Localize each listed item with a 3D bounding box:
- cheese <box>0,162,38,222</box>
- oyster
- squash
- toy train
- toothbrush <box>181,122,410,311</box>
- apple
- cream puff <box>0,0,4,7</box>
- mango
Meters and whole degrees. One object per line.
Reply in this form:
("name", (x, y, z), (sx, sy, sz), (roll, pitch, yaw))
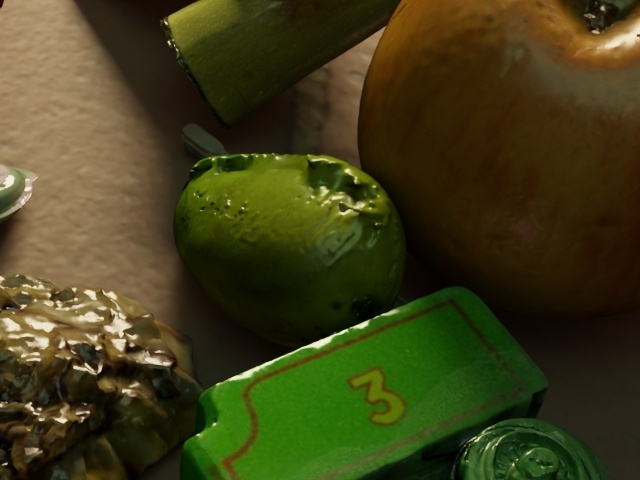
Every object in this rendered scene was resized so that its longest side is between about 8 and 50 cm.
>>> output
("cheese", (-0.238, -0.022, 0.894), (0.067, 0.026, 0.121), (24, 42, 30))
("oyster", (-0.187, 0.079, 0.806), (0.214, 0.083, 0.223), (42, 52, 19))
("squash", (0.007, -0.164, 0.963), (0.224, 0.094, 0.094), (-26, 57, 3))
("toy train", (0.036, 0.142, 0.761), (0.243, 0.132, 0.188), (-22, 54, -26))
("toothbrush", (0.000, 0.000, 0.925), (0.263, 0.026, 0.022), (39, 63, 20))
("apple", (0.163, -0.091, 0.890), (0.286, 0.233, 0.286), (4, 54, -5))
("cream puff", (-0.317, -0.223, 0.922), (0.303, 0.212, 0.303), (-18, 45, 19))
("mango", (-0.021, 0.002, 0.867), (0.178, 0.100, 0.119), (24, 77, 37))
